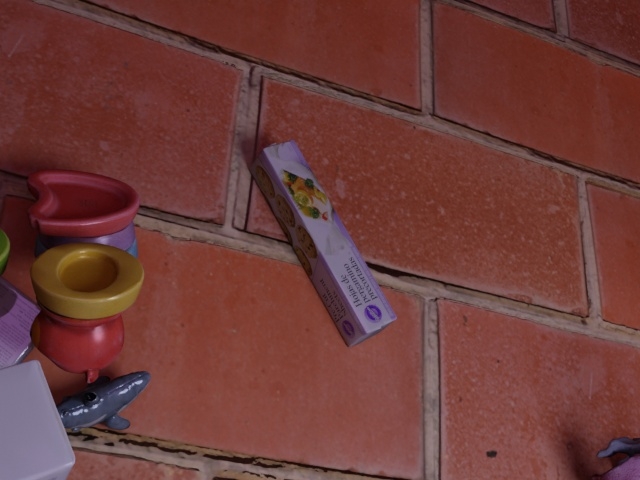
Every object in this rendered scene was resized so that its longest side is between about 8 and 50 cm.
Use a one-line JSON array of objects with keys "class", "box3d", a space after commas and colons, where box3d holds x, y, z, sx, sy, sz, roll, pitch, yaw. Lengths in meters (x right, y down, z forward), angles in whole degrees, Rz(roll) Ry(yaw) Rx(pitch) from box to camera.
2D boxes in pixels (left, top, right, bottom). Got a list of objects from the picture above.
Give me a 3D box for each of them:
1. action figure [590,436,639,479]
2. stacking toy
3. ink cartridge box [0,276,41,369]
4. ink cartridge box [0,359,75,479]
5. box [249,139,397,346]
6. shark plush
[{"class": "action figure", "box3d": [0.547, 0.449, 1.206, 0.248, 0.276, 0.370, 0, 50, -33]}, {"class": "stacking toy", "box3d": [-0.353, 0.034, 1.030, 0.279, 0.131, 0.309, 4, 28, -11]}, {"class": "ink cartridge box", "box3d": [-0.459, 0.126, 1.019, 0.181, 0.056, 0.225, 38, 72, -3]}, {"class": "ink cartridge box", "box3d": [-0.373, 0.242, 0.849, 0.196, 0.273, 0.114, -15, 67, -32]}, {"class": "box", "box3d": [0.000, 0.000, 1.292, 0.063, 0.067, 0.324, -21, 75, -33]}, {"class": "shark plush", "box3d": [-0.284, 0.190, 1.030, 0.161, 0.067, 0.073, 1, 60, -41]}]
